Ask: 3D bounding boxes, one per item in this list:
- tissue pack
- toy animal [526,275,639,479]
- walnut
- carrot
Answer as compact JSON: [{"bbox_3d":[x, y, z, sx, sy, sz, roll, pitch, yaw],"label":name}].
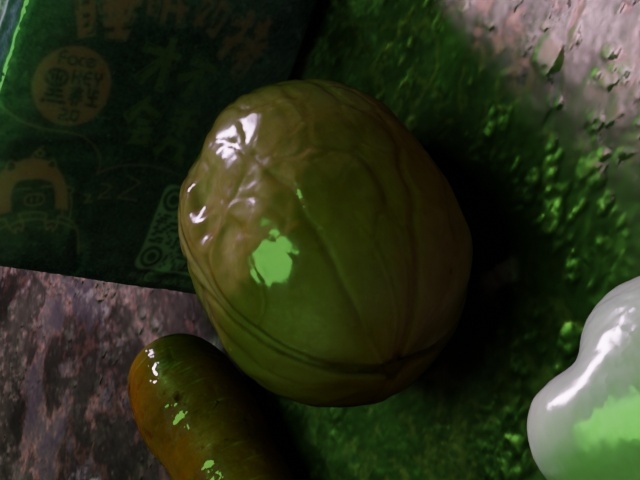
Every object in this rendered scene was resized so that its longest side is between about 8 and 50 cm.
[{"bbox_3d":[-0.129,-0.124,0.868,0.103,0.228,0.316,33,107,47],"label":"tissue pack"},{"bbox_3d":[0.178,0.093,0.478,0.178,0.127,0.193,-27,58,44],"label":"toy animal"},{"bbox_3d":[0.000,0.000,0.717,0.167,0.167,0.207,-58,39,26],"label":"walnut"},{"bbox_3d":[-0.072,0.136,0.840,0.193,0.087,0.087,48,118,49],"label":"carrot"}]
